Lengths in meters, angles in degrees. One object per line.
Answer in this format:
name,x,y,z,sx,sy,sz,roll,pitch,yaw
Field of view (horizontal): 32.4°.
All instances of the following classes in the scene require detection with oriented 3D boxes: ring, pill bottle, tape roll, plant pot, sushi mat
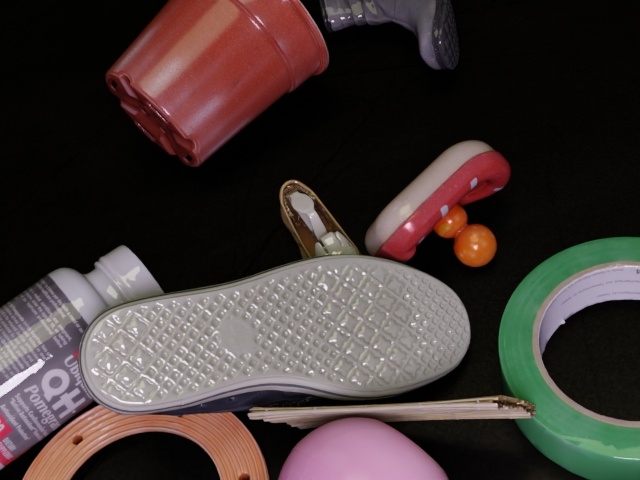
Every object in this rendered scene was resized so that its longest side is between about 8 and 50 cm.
ring,-0.224,0.338,1.367,0.336,0.032,0.337,-7,50,8
pill bottle,-0.356,0.147,1.457,0.318,0.176,0.176,-37,53,-16
tape roll,0.381,0.142,1.352,0.321,0.077,0.321,-6,51,8
plant pot,-0.175,-0.275,1.721,0.272,0.272,0.265,34,74,33
sushi mat,0.084,0.201,1.287,0.316,0.151,0.019,-7,74,27

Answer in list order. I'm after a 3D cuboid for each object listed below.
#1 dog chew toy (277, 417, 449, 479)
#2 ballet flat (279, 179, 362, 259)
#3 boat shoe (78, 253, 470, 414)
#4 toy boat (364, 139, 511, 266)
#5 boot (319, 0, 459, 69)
dog chew toy,-0.002,0.358,1.197,0.206,0.207,0.332,30,71,31
ballet flat,0.000,0.000,1.560,0.080,0.073,0.232,-30,51,-11
boat shoe,-0.054,0.127,1.391,0.499,0.156,0.187,-7,80,-16
toy boat,0.182,-0.027,1.518,0.151,0.151,0.231,45,70,5
boot,0.109,-0.376,1.830,0.222,0.118,0.338,-10,39,9
